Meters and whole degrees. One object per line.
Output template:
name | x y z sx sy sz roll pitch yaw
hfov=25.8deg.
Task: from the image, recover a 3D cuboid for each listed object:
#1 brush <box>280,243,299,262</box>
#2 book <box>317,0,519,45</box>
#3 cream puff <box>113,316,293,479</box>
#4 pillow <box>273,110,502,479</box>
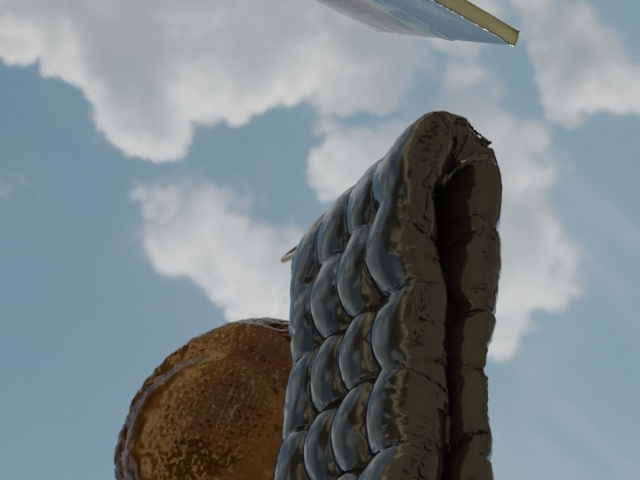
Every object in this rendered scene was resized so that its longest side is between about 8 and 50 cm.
brush | 0.000 0.000 1.745 0.103 0.272 0.013 -39 -85 -20
book | 0.045 -0.305 1.664 0.263 0.028 0.374 23 180 -24
cream puff | -0.073 0.236 1.588 0.212 0.303 0.303 44 -155 -51
pillow | 0.042 0.094 0.960 0.101 0.228 0.326 19 -120 -19
